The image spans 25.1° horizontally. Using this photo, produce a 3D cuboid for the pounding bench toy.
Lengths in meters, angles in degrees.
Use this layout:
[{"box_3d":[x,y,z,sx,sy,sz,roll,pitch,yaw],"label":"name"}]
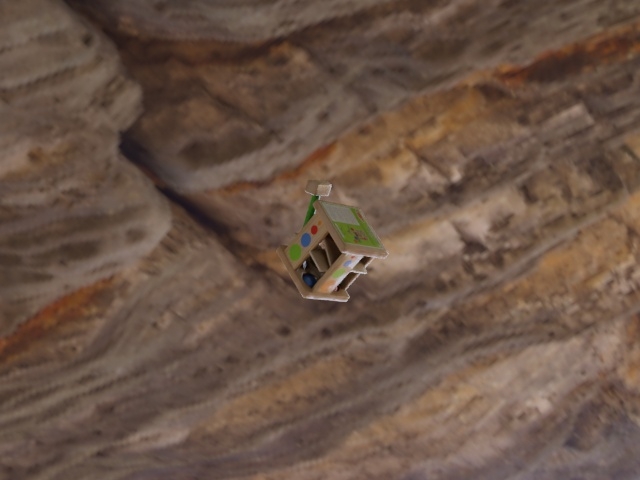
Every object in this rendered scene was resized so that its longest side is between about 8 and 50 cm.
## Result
[{"box_3d":[0.000,0.000,1.148,0.065,0.052,0.083,-49,-126,27],"label":"pounding bench toy"}]
